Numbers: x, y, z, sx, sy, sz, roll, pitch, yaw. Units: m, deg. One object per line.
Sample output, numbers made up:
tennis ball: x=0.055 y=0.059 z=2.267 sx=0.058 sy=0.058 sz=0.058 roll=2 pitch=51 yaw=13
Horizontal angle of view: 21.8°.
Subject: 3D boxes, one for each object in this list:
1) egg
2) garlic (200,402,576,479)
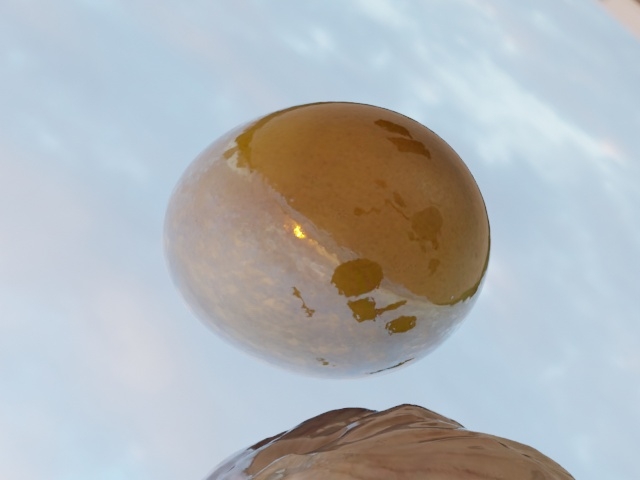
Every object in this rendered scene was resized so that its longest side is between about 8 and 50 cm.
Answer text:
egg: x=0.000 y=0.000 z=1.500 sx=0.322 sy=0.250 sz=0.250 roll=0 pitch=171 yaw=40
garlic: x=0.025 y=0.238 z=0.998 sx=0.259 sy=0.317 sz=0.317 roll=59 pitch=-170 yaw=-28
